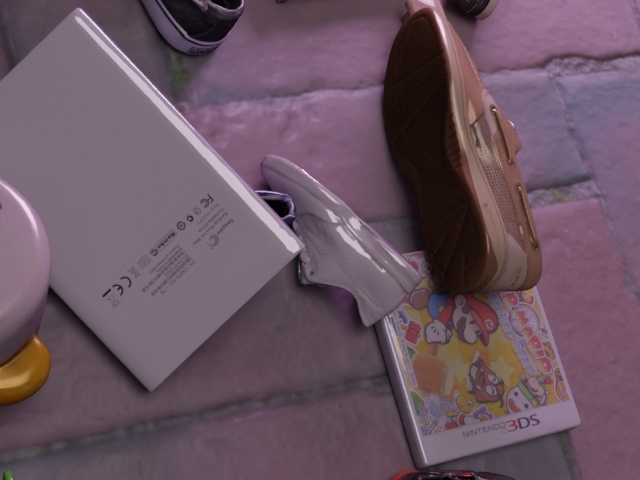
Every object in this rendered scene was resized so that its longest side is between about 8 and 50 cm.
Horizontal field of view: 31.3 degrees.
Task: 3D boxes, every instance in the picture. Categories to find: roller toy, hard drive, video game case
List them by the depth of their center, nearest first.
[{"bbox_3d":[-0.332,0.040,0.986,0.209,0.146,0.191,8,58,-15],"label":"roller toy"},{"bbox_3d":[-0.192,-0.037,1.083,0.203,0.040,0.307,-43,90,3],"label":"hard drive"},{"bbox_3d":[0.163,0.115,1.244,0.206,0.026,0.227,-9,74,-26],"label":"video game case"}]

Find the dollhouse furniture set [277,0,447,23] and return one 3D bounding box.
[{"bbox_3d":[-0.012,-0.401,1.283,0.303,0.174,0.355,-14,76,-27],"label":"dollhouse furniture set"}]

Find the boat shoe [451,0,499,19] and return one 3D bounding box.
[{"bbox_3d":[0.195,-0.376,1.421,0.065,0.075,0.206,17,69,-20],"label":"boat shoe"}]

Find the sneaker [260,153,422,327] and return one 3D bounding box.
[{"bbox_3d":[0.000,0.000,1.192,0.212,0.080,0.094,44,95,13],"label":"sneaker"}]

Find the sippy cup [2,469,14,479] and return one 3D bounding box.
[{"bbox_3d":[-0.400,0.211,0.860,0.305,0.240,0.224,25,49,-39],"label":"sippy cup"}]

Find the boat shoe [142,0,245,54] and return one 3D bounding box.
[{"bbox_3d":[-0.186,-0.346,1.216,0.113,0.105,0.306,-27,85,-35],"label":"boat shoe"}]

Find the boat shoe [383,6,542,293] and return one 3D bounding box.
[{"bbox_3d":[0.159,-0.099,1.276,0.110,0.122,0.341,4,66,-34],"label":"boat shoe"}]

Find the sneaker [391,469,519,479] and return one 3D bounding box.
[{"bbox_3d":[0.150,0.260,1.159,0.158,0.065,0.061,4,69,-22],"label":"sneaker"}]

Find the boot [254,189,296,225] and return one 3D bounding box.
[{"bbox_3d":[-0.122,-0.019,1.136,0.190,0.086,0.069,-7,73,-26],"label":"boot"}]
